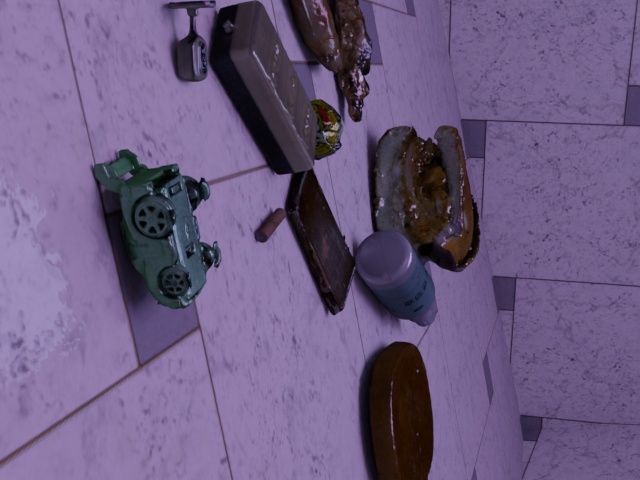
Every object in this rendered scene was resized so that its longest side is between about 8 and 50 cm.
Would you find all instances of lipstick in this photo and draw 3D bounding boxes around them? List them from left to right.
[{"bbox_3d":[-0.067,-0.022,1.265,0.094,0.019,0.019,-60,138,-65],"label":"lipstick"}]

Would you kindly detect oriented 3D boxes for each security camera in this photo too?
[{"bbox_3d":[-0.145,-0.230,1.070,0.058,0.058,0.092,-42,130,-70],"label":"security camera"}]

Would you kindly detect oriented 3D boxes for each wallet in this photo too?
[{"bbox_3d":[0.000,0.000,1.461,0.122,0.031,0.232,-74,149,-45],"label":"wallet"}]

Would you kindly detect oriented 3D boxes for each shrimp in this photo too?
[{"bbox_3d":[-0.021,-0.412,1.559,0.294,0.062,0.154,66,10,-49],"label":"shrimp"}]

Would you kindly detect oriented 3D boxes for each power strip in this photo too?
[{"bbox_3d":[-0.071,-0.205,1.259,0.257,0.070,0.105,58,28,-50],"label":"power strip"}]

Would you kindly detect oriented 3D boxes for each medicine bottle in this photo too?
[{"bbox_3d":[0.168,0.096,1.823,0.352,0.110,0.110,51,34,-59],"label":"medicine bottle"}]

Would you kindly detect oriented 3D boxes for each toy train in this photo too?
[{"bbox_3d":[-0.154,-0.012,0.886,0.099,0.081,0.149,-57,142,-66],"label":"toy train"}]

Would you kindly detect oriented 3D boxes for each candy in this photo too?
[{"bbox_3d":[0.011,-0.168,1.534,0.305,0.083,0.091,11,70,-81],"label":"candy"}]

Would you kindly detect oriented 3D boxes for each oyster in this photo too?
[{"bbox_3d":[0.062,-0.394,1.806,0.129,0.078,0.345,58,25,-71],"label":"oyster"}]

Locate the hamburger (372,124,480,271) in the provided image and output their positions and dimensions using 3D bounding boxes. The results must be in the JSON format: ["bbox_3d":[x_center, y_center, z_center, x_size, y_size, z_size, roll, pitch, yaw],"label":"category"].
[{"bbox_3d":[0.233,-0.074,1.985,0.277,0.195,0.318,51,36,-64],"label":"hamburger"}]

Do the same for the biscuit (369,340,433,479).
[{"bbox_3d":[0.153,0.355,1.734,0.367,0.063,0.314,-22,106,-73],"label":"biscuit"}]
